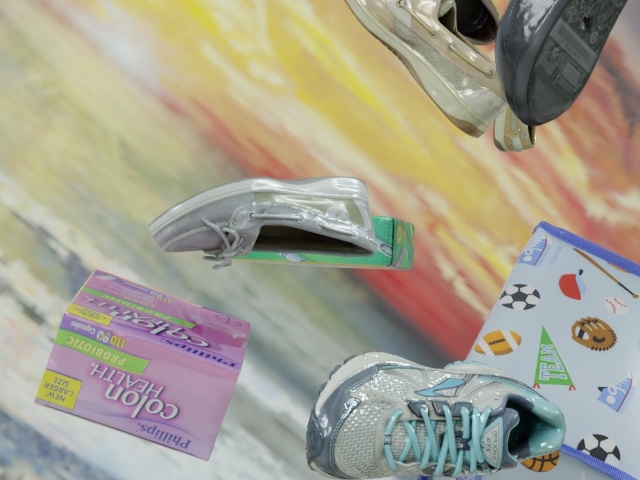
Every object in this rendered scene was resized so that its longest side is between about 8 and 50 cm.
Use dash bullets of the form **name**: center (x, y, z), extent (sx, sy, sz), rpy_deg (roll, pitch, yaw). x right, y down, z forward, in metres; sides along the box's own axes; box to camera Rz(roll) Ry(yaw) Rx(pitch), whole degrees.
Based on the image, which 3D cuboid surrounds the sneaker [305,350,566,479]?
- **sneaker**: center (0.109, 0.160, 1.429), extent (0.283, 0.110, 0.122), rpy_deg (-4, 14, -44)

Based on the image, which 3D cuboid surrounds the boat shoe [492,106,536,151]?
- **boat shoe**: center (0.300, -0.222, 2.347), extent (0.072, 0.190, 0.068), rpy_deg (1, -3, 43)

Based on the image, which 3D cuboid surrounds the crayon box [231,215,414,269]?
- **crayon box**: center (0.000, 0.000, 2.593), extent (0.278, 0.081, 0.165), rpy_deg (3, -2, 14)

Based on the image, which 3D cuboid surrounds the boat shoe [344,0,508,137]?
- **boat shoe**: center (0.124, -0.261, 1.943), extent (0.302, 0.098, 0.109), rpy_deg (52, 19, 19)

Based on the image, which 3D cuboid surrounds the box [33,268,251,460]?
- **box**: center (-0.206, 0.143, 1.936), extent (0.213, 0.117, 0.243), rpy_deg (20, 11, -3)

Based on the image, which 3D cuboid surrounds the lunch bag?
- **lunch bag**: center (0.350, 0.215, 1.853), extent (0.385, 0.328, 0.239), rpy_deg (23, -41, 10)

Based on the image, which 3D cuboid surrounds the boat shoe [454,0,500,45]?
- **boat shoe**: center (0.174, -0.409, 2.541), extent (0.324, 0.116, 0.097), rpy_deg (33, 13, -44)

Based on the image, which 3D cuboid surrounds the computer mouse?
- **computer mouse**: center (0.242, -0.236, 1.536), extent (0.072, 0.272, 0.188), rpy_deg (29, -5, 36)

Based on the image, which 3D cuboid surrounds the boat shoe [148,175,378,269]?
- **boat shoe**: center (-0.068, -0.016, 2.095), extent (0.118, 0.320, 0.103), rpy_deg (-37, -116, 51)
